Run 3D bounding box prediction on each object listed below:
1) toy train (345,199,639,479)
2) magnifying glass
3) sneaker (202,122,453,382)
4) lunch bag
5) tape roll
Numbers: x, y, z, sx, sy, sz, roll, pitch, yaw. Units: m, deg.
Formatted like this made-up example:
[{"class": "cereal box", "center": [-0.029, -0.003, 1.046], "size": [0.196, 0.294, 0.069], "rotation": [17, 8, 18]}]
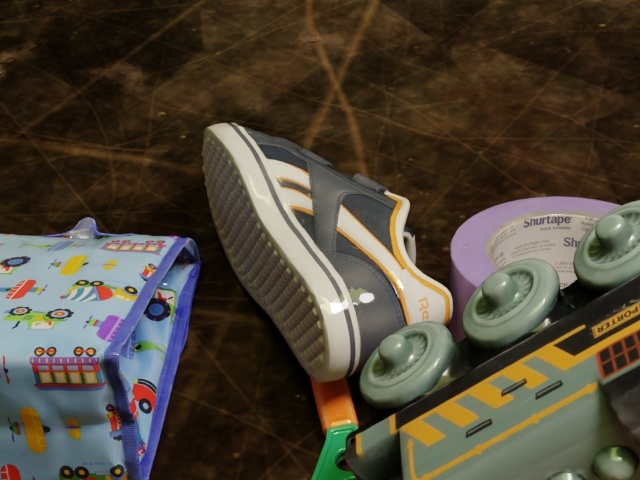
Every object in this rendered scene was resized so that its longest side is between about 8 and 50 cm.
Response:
[{"class": "toy train", "center": [0.158, 0.105, 1.066], "size": [0.334, 0.142, 0.190], "rotation": [-31, 27, 19]}, {"class": "magnifying glass", "center": [0.021, 0.168, 1.243], "size": [0.092, 0.026, 0.231], "rotation": [-10, 43, -5]}, {"class": "sneaker", "center": [0.000, 0.000, 1.359], "size": [0.128, 0.126, 0.321], "rotation": [-13, 39, -19]}, {"class": "lunch bag", "center": [-0.230, 0.062, 1.323], "size": [0.221, 0.138, 0.293], "rotation": [-1, 32, 9]}, {"class": "tape roll", "center": [0.197, 0.042, 1.295], "size": [0.189, 0.080, 0.189], "rotation": [-1, 28, 0]}]
